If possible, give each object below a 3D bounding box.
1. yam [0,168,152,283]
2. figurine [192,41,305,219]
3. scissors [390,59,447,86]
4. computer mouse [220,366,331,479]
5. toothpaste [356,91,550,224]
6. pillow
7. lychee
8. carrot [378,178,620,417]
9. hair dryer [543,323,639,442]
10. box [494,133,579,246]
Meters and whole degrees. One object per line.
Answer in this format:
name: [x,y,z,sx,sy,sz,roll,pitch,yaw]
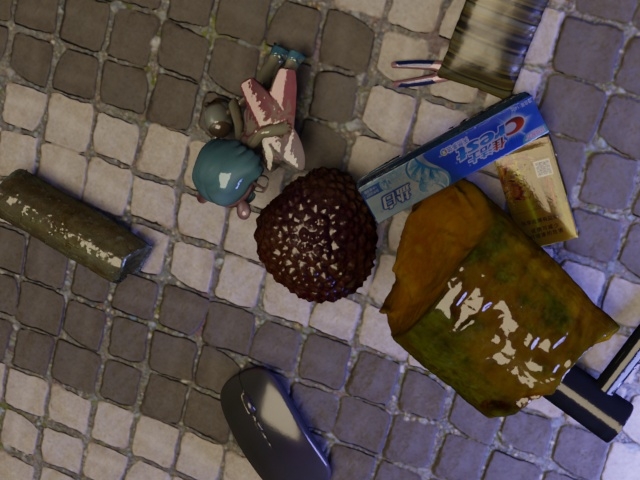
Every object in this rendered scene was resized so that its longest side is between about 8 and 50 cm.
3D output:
yam: [-0.399,-0.019,1.925,0.259,0.093,0.093,30,113,7]
figurine: [-0.117,-0.171,1.755,0.205,0.103,0.260,24,88,32]
scissors: [0.157,-0.241,1.719,0.113,0.012,0.039,-2,107,18]
computer mouse: [-0.074,0.315,1.942,0.120,0.057,0.232,-27,97,23]
toothpaste: [0.183,-0.117,1.677,0.272,0.053,0.066,-28,105,5]
pillow: [0.246,-0.302,1.658,0.113,0.038,0.203,20,111,0]
lychee: [0.000,0.000,1.750,0.188,0.188,0.188,5,108,16]
carrot: [0.222,0.085,1.678,0.340,0.241,0.241,42,114,1]
hair dryer: [0.433,0.158,1.736,0.128,0.070,0.255,33,106,6]
box: [0.308,-0.068,1.719,0.089,0.022,0.156,-17,100,20]
